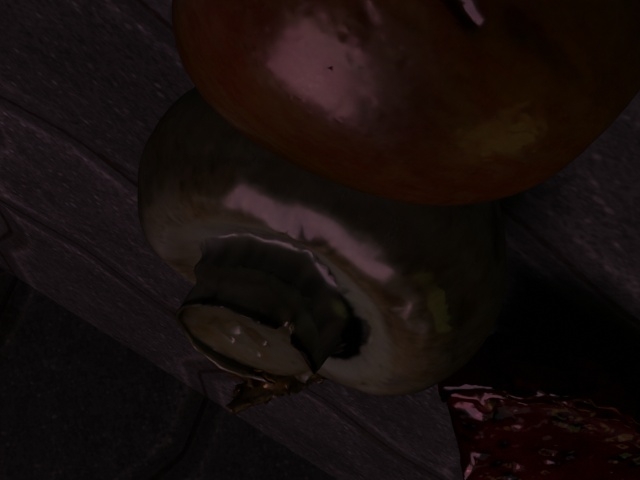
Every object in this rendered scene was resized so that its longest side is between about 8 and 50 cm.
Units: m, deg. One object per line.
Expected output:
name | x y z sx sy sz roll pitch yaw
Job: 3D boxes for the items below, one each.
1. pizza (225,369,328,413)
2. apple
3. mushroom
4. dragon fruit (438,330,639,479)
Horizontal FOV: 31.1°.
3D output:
pizza | 0.008 0.092 1.284 0.251 0.288 0.074 -163 54 -76
apple | 0.060 -0.140 0.629 0.264 0.264 0.264 28 159 12
mushroom | 0.000 0.000 1.016 0.352 0.260 0.352 22 150 13
dragon fruit | 0.255 0.158 1.206 0.286 0.228 0.329 -17 128 18
